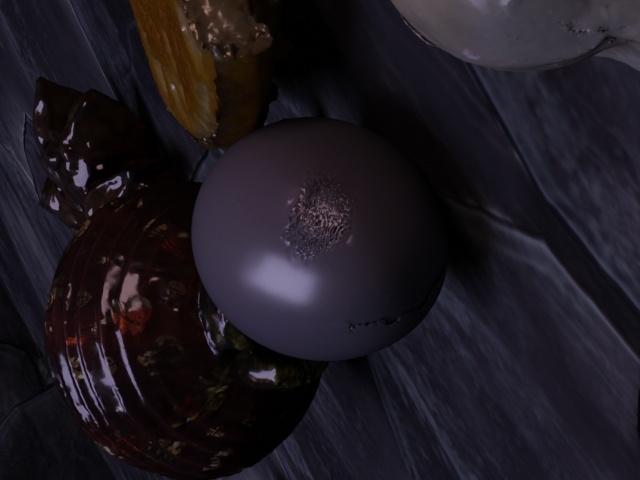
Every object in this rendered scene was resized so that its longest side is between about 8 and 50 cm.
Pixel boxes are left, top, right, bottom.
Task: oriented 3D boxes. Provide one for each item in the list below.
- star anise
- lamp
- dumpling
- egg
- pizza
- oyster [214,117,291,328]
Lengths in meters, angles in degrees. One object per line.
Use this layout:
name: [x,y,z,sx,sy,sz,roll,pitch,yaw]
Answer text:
star anise: [-0.196,-0.025,1.863,0.315,0.108,0.315,47,156,28]
lamp: [-0.097,0.069,1.461,0.247,0.247,0.247,56,164,25]
dumpling: [0.076,-0.134,0.728,0.199,0.118,0.136,41,167,0]
egg: [0.000,0.000,1.144,0.199,0.146,0.146,33,147,60]
pizza: [-0.080,-0.170,1.237,0.323,0.089,0.223,173,78,-80]
oyster: [-0.020,-0.004,1.315,0.056,0.105,0.177,-117,29,-63]
